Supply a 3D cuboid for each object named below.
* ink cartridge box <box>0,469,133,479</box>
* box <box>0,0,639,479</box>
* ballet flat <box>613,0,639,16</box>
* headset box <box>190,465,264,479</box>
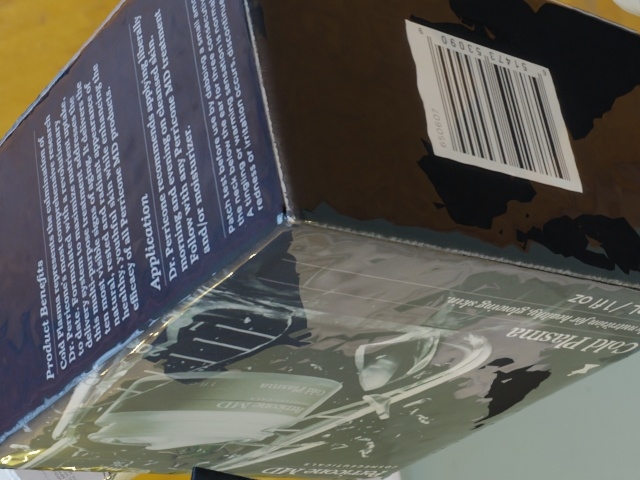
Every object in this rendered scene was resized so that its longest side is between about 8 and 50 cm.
[{"bbox_3d":[-0.294,0.265,1.516,0.237,0.100,0.172,-29,169,-42],"label":"ink cartridge box"},{"bbox_3d":[0.000,0.000,1.116,0.480,0.297,0.472,10,149,-37],"label":"box"},{"bbox_3d":[0.394,-0.264,1.119,0.139,0.139,0.400,7,164,-35],"label":"ballet flat"},{"bbox_3d":[-0.070,0.346,0.964,0.131,0.246,0.283,13,109,-6],"label":"headset box"}]
